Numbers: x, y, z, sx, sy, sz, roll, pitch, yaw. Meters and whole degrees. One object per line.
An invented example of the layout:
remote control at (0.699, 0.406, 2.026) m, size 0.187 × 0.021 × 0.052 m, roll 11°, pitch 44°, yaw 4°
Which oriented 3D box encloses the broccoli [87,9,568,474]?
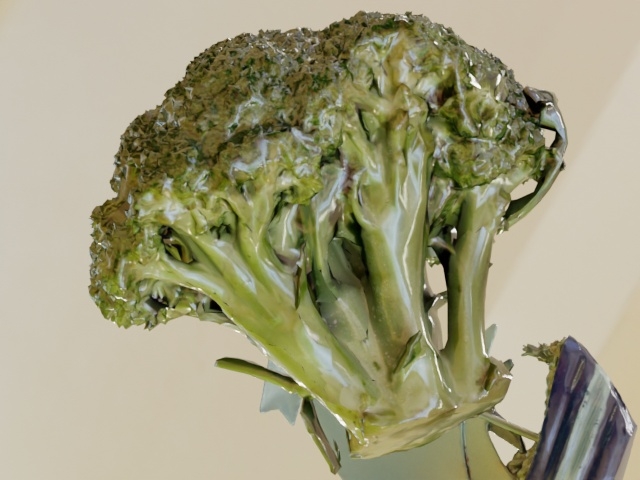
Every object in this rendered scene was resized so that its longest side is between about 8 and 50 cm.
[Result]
broccoli at (0.000, 0.000, 1.208) m, size 0.283 × 0.321 × 0.304 m, roll 67°, pitch -21°, yaw 15°

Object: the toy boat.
toy boat at (0.107, 0.137, 1.434) m, size 0.210 × 0.070 × 0.291 m, roll -46°, pitch -108°, yaw 3°
